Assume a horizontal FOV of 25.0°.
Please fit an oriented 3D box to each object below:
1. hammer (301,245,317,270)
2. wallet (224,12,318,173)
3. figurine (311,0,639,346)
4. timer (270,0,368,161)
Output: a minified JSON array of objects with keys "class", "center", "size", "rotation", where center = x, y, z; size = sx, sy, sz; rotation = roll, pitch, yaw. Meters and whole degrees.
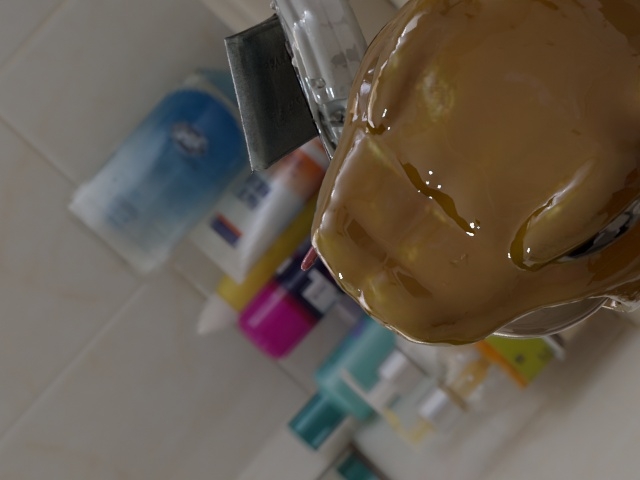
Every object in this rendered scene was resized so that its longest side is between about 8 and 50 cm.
[{"class":"hammer","center":[0.000,0.000,1.719],"size":[0.031,0.083,0.052],"rotation":[28,169,21]},{"class":"wallet","center":[-0.049,-0.187,1.733],"size":[0.222,0.036,0.167],"rotation":[-41,-57,-64]},{"class":"figurine","center":[0.172,-0.104,0.841],"size":[0.268,0.401,0.387],"rotation":[10,-171,24]},{"class":"timer","center":[0.020,-0.178,1.618],"size":[0.237,0.087,0.262],"rotation":[-108,-3,-57]}]
